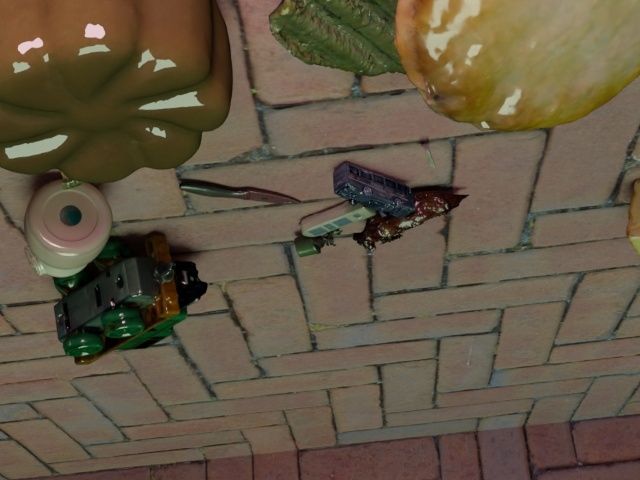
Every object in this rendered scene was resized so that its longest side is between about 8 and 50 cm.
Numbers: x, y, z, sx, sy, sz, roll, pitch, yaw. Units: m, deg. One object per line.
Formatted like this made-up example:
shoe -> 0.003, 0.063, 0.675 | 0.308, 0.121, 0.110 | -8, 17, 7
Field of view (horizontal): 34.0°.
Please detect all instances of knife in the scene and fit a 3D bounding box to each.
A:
knife -> -0.143, -0.087, 1.926 | 0.247, 0.018, 0.035 | 6, 149, -28

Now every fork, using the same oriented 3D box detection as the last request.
fork -> 0.192, -0.154, 1.860 | 0.016, 0.012, 0.115 | -7, 160, 13

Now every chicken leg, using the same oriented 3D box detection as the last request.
chicken leg -> 0.166, -0.045, 2.014 | 0.234, 0.063, 0.105 | -26, 176, 31

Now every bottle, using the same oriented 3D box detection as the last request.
bottle -> -0.463, -0.007, 1.891 | 0.148, 0.147, 0.236 | 4, 161, -19

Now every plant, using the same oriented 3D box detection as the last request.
plant -> 0.000, 0.000, 2.097 | 0.102, 0.051, 0.051 | -19, 152, 14

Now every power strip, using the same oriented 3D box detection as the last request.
power strip -> 0.039, -0.047, 2.026 | 0.191, 0.030, 0.047 | -20, 152, 29

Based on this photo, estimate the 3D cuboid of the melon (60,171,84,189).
melon -> -0.383, -0.139, 1.665 | 0.093, 0.139, 0.202 | 24, 151, -8

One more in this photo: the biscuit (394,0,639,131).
biscuit -> 0.306, -0.320, 1.329 | 0.429, 0.104, 0.446 | 7, 133, -32

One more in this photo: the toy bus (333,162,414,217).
toy bus -> 0.097, -0.090, 1.908 | 0.166, 0.065, 0.047 | 17, 146, -36

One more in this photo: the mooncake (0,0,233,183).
mooncake -> -0.301, -0.227, 1.387 | 0.378, 0.200, 0.378 | -5, 155, -2

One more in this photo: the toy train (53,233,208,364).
toy train -> -0.387, 0.130, 2.158 | 0.249, 0.178, 0.429 | 6, 154, -44

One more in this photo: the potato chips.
potato chips -> 0.143, -0.325, 1.423 | 0.358, 0.070, 0.429 | -27, 149, 31

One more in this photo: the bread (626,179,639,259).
bread -> 0.660, -0.030, 2.072 | 0.068, 0.125, 0.188 | 3, 162, 33
